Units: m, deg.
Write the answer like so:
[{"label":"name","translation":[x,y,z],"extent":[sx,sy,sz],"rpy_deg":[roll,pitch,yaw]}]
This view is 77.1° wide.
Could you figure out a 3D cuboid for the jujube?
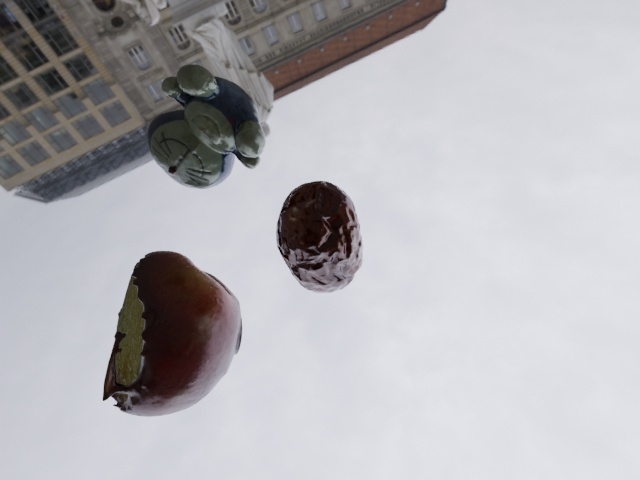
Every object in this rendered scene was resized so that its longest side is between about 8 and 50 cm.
[{"label":"jujube","translation":[0.000,0.000,0.797],"extent":[0.175,0.250,0.173],"rpy_deg":[-4,-125,6]}]

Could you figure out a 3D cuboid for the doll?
[{"label":"doll","translation":[-0.238,-0.210,0.810],"extent":[0.259,0.228,0.153],"rpy_deg":[-35,-154,28]}]

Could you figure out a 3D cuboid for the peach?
[{"label":"peach","translation":[-0.362,0.237,1.030],"extent":[0.335,0.311,0.404],"rpy_deg":[-3,-103,61]}]
